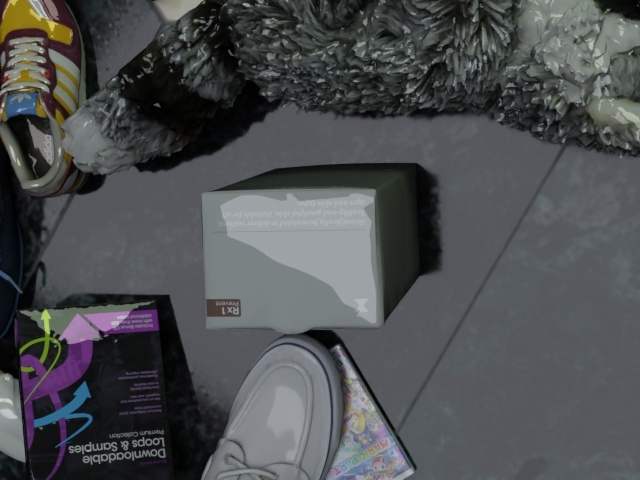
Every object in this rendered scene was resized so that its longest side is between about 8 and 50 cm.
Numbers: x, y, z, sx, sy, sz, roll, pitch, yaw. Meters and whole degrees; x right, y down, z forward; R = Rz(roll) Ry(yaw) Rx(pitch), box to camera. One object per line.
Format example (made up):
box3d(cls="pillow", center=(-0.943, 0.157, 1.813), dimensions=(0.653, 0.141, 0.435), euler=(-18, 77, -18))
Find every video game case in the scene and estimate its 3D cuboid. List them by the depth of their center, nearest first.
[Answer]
box3d(cls="video game case", center=(0.010, 0.157, 1.194), dimensions=(0.087, 0.011, 0.122), euler=(-31, 88, 10))

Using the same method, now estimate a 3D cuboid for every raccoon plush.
box3d(cls="raccoon plush", center=(0.060, -0.112, 1.117), dimensions=(0.446, 0.216, 0.299), euler=(-35, 99, 32))

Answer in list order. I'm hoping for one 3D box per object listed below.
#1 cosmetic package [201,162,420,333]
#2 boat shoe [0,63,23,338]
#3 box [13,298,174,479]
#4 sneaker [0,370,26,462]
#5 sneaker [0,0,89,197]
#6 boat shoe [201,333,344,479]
box3d(cls="cosmetic package", center=(0.000, 0.000, 1.071), dimensions=(0.127, 0.238, 0.107), euler=(-1, 94, 9))
box3d(cls="boat shoe", center=(-0.308, -0.038, 1.197), dimensions=(0.109, 0.089, 0.258), euler=(-7, 92, 10))
box3d(cls="box", center=(-0.182, 0.132, 1.173), dimensions=(0.116, 0.029, 0.162), euler=(-4, 77, -17))
box3d(cls="sneaker", center=(-0.226, 0.141, 1.210), dimensions=(0.212, 0.080, 0.094), euler=(37, 87, -1))
box3d(cls="sneaker", center=(-0.229, -0.127, 1.181), dimensions=(0.069, 0.084, 0.186), euler=(-12, 92, 10))
box3d(cls="boat shoe", center=(-0.050, 0.202, 1.160), dimensions=(0.095, 0.084, 0.258), euler=(17, 100, 14))
